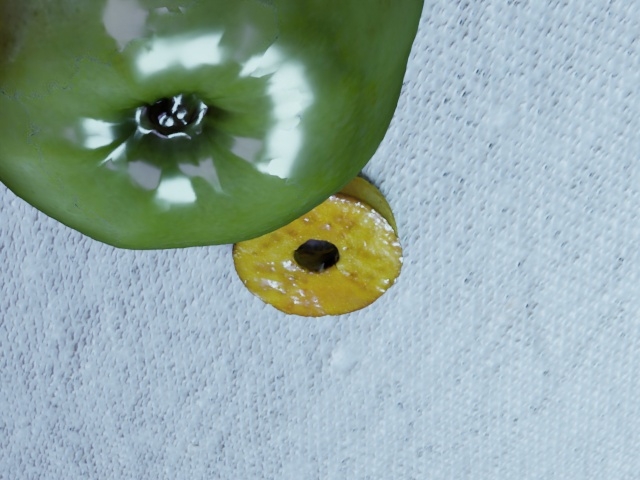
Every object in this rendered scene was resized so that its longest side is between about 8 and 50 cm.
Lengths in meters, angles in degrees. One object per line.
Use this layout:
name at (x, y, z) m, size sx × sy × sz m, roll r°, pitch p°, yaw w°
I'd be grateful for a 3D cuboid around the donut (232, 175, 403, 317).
donut at (0.000, 0.000, 1.206) m, size 0.151 × 0.058 × 0.152 m, roll 3°, pitch 131°, yaw 4°

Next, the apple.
apple at (-0.098, -0.162, 0.908) m, size 0.357 × 0.357 × 0.357 m, roll 3°, pitch 131°, yaw 3°
